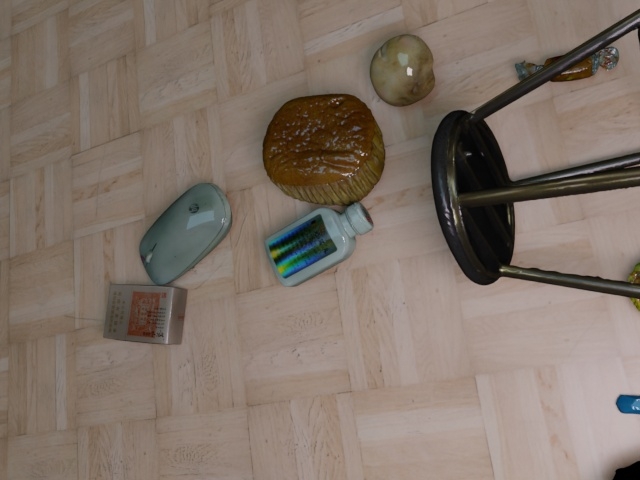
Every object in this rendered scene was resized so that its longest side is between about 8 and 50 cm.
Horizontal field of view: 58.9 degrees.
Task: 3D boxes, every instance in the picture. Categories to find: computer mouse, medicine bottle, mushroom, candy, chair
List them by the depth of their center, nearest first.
[{"bbox_3d":[0.413,-0.099,0.868,0.411,0.364,0.361,-10,51,35],"label":"chair"},{"bbox_3d":[0.468,-0.329,1.081,0.182,0.046,0.053,-3,75,19],"label":"candy"},{"bbox_3d":[0.172,-0.352,1.181,0.148,0.112,0.147,10,107,35],"label":"mushroom"},{"bbox_3d":[0.000,0.000,1.204,0.229,0.083,0.121,-30,76,18],"label":"medicine bottle"},{"bbox_3d":[-0.333,-0.019,1.354,0.289,0.097,0.159,-37,69,13],"label":"computer mouse"}]

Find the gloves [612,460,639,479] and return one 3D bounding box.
[{"bbox_3d":[0.564,0.462,0.819,0.197,0.152,0.300,-35,72,37],"label":"gloves"}]

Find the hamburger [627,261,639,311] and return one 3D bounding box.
[{"bbox_3d":[0.581,0.083,0.924,0.126,0.081,0.141,-46,66,10],"label":"hamburger"}]

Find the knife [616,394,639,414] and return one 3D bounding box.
[{"bbox_3d":[0.634,0.265,0.896,0.297,0.026,0.044,-3,75,26],"label":"knife"}]

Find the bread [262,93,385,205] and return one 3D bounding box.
[{"bbox_3d":[0.008,-0.191,1.210,0.254,0.142,0.227,7,76,27],"label":"bread"}]

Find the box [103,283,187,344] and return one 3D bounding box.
[{"bbox_3d":[-0.426,0.178,1.376,0.201,0.058,0.140,2,80,24],"label":"box"}]
